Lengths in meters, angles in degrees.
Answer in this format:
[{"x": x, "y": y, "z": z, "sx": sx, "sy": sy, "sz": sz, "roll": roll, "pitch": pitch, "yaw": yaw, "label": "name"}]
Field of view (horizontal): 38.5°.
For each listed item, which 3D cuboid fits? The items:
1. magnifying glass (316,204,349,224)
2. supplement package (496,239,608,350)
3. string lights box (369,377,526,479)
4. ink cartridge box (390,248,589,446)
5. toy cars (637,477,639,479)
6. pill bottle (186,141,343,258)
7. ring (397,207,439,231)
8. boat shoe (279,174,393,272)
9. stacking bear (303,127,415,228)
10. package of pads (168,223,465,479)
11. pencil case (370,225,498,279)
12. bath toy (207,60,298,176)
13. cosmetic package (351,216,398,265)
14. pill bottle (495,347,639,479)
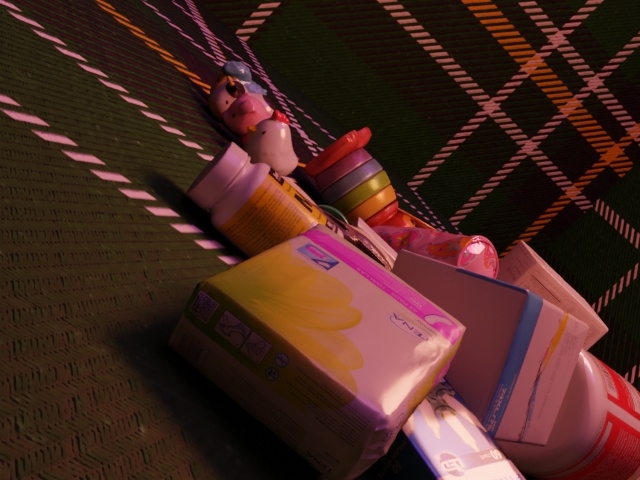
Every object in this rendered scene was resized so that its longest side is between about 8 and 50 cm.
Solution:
[{"x": 0.043, "y": 0.041, "z": 1.582, "sx": 0.231, "sy": 0.092, "sz": 0.026, "roll": 55, "pitch": 8, "yaw": -2, "label": "magnifying glass"}, {"x": 0.390, "y": 0.174, "z": 1.831, "sx": 0.198, "sy": 0.263, "sz": 0.199, "roll": 43, "pitch": 11, "yaw": -6, "label": "supplement package"}, {"x": 0.109, "y": 0.219, "z": 1.065, "sx": 0.133, "sy": 0.077, "sz": 0.260, "roll": 1, "pitch": 40, "yaw": -43, "label": "string lights box"}, {"x": 0.218, "y": 0.156, "z": 1.282, "sx": 0.198, "sy": 0.197, "sz": 0.270, "roll": 18, "pitch": -3, "yaw": 35, "label": "ink cartridge box"}, {"x": 0.574, "y": 0.490, "z": 1.647, "sx": 0.087, "sy": 0.177, "sz": 0.393, "roll": 24, "pitch": 5, "yaw": 18, "label": "toy cars"}, {"x": -0.079, "y": -0.033, "z": 1.290, "sx": 0.208, "sy": 0.119, "sz": 0.119, "roll": 42, "pitch": 12, "yaw": -14, "label": "pill bottle"}, {"x": 0.208, "y": -0.030, "z": 2.251, "sx": 0.336, "sy": 0.032, "sz": 0.336, "roll": 29, "pitch": -3, "yaw": 2, "label": "ring"}, {"x": 0.000, "y": 0.000, "z": 1.518, "sx": 0.285, "sy": 0.103, "sz": 0.092, "roll": 41, "pitch": 16, "yaw": -1, "label": "boat shoe"}, {"x": 0.106, "y": -0.085, "z": 2.041, "sx": 0.289, "sy": 0.164, "sz": 0.175, "roll": 56, "pitch": 21, "yaw": 1, "label": "stacking bear"}, {"x": 0.012, "y": 0.106, "z": 0.957, "sx": 0.229, "sy": 0.101, "sz": 0.296, "roll": 37, "pitch": 25, "yaw": 12, "label": "package of pads"}, {"x": 0.201, "y": 0.038, "z": 1.752, "sx": 0.124, "sy": 0.124, "sz": 0.284, "roll": 36, "pitch": -18, "yaw": -37, "label": "pencil case"}, {"x": -0.136, "y": -0.248, "z": 1.839, "sx": 0.151, "sy": 0.129, "sz": 0.348, "roll": 2, "pitch": 29, "yaw": -20, "label": "bath toy"}, {"x": 0.121, "y": 0.077, "z": 1.655, "sx": 0.239, "sy": 0.099, "sz": 0.060, "roll": 43, "pitch": 11, "yaw": -6, "label": "cosmetic package"}, {"x": 0.432, "y": 0.312, "z": 1.582, "sx": 0.407, "sy": 0.229, "sz": 0.229, "roll": 32, "pitch": 17, "yaw": -49, "label": "pill bottle"}]
